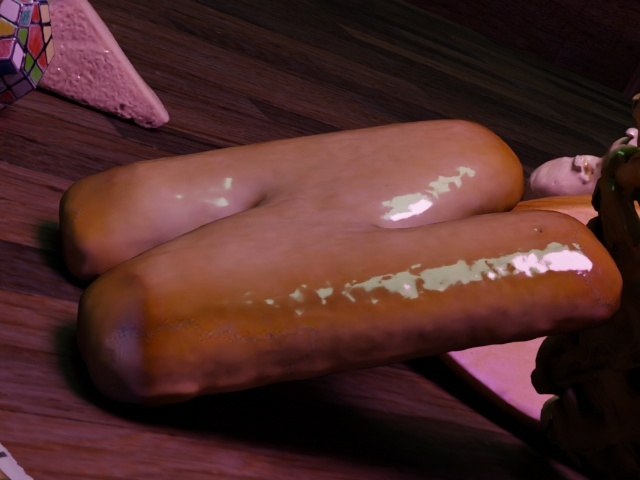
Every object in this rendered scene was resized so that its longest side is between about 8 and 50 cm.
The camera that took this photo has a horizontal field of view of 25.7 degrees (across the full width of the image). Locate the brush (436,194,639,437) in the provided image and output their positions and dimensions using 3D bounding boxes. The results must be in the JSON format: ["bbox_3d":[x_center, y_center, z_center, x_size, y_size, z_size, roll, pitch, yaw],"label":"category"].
[{"bbox_3d":[0.179,0.049,0.986,0.266,0.174,0.166,16,2,12],"label":"brush"}]

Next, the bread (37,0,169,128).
[{"bbox_3d":[-0.210,-0.135,1.154,0.152,0.105,0.077,55,0,-30],"label":"bread"}]

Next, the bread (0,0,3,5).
[{"bbox_3d":[-0.306,-0.183,0.864,0.274,0.149,0.274,0,40,0],"label":"bread"}]

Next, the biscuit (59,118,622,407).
[{"bbox_3d":[0.000,0.000,0.800,0.290,0.062,0.237,-7,27,-10],"label":"biscuit"}]

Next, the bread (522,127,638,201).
[{"bbox_3d":[0.296,0.024,1.111,0.316,0.316,0.054,26,59,-4],"label":"bread"}]

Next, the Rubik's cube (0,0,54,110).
[{"bbox_3d":[-0.245,-0.145,0.999,0.111,0.111,0.093,24,-9,-12],"label":"Rubik's cube"}]

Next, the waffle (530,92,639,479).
[{"bbox_3d":[0.241,0.077,0.755,0.073,0.317,0.297,-25,46,-35],"label":"waffle"}]

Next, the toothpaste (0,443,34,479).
[{"bbox_3d":[-0.189,0.082,0.502,0.049,0.031,0.204,38,16,32],"label":"toothpaste"}]
